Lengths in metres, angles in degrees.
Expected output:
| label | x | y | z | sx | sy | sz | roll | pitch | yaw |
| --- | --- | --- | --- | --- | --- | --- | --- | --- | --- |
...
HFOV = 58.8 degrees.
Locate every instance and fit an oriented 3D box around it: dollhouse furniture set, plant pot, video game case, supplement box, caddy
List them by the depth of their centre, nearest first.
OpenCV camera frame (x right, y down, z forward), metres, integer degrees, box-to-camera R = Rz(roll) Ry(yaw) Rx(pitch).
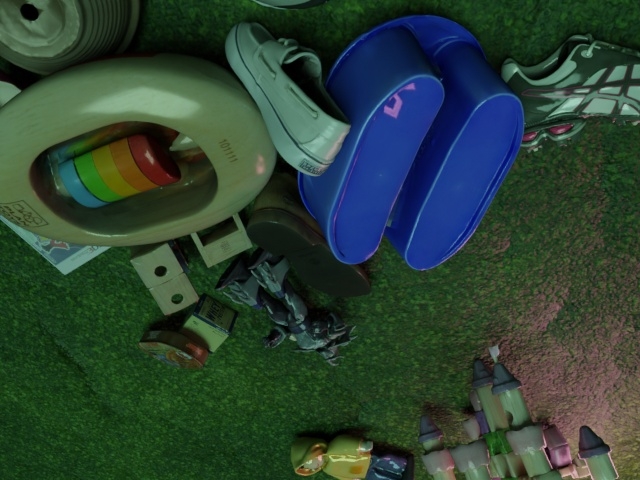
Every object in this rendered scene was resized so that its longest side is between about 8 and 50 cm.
| label | x | y | z | sx | sy | sz | roll | pitch | yaw |
| --- | --- | --- | --- | --- | --- | --- | --- | --- | --- |
| plant pot | -0.353 | -0.307 | 0.715 | 0.237 | 0.110 | 0.237 | -4 | 129 | -5 |
| caddy | 0.107 | -0.122 | 0.769 | 0.241 | 0.179 | 0.341 | 7 | 126 | -21 |
| dollhouse furniture set | -0.219 | 0.014 | 0.986 | 0.183 | 0.129 | 0.129 | -26 | 124 | -8 |
| video game case | -0.481 | -0.041 | 1.029 | 0.183 | 0.023 | 0.201 | -26 | 118 | 26 |
| supplement box | -0.222 | 0.164 | 1.119 | 0.083 | 0.056 | 0.083 | 32 | 126 | -14 |

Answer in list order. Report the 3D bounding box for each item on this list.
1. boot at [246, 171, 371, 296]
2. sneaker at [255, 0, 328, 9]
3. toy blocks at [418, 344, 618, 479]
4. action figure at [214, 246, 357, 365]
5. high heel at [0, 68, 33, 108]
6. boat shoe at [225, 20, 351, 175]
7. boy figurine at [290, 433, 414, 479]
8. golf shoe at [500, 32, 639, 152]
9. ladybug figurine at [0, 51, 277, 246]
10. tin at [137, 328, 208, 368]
| label | x | y | z | sx | sy | sz | roll | pitch | yaw |
| --- | --- | --- | --- | --- | --- | --- | --- | --- | --- |
| boot | 0.000 | 0.000 | 0.931 | 0.112 | 0.115 | 0.305 | -13 | 144 | 28 |
| sneaker | -0.109 | -0.332 | 0.650 | 0.271 | 0.108 | 0.100 | 19 | 122 | -3 |
| toy blocks | 0.353 | 0.350 | 1.084 | 0.308 | 0.260 | 0.289 | -13 | 158 | -9 |
| action figure | -0.053 | 0.139 | 1.040 | 0.185 | 0.099 | 0.285 | -26 | 117 | 33 |
| high heel | -0.458 | -0.201 | 0.811 | 0.082 | 0.117 | 0.244 | -19 | 145 | -3 |
| boat shoe | -0.040 | -0.201 | 0.698 | 0.096 | 0.268 | 0.088 | 13 | 131 | -40 |
| boy figurine | 0.073 | 0.510 | 1.311 | 0.285 | 0.092 | 0.177 | 14 | 131 | -4 |
| golf shoe | 0.363 | -0.203 | 0.707 | 0.272 | 0.105 | 0.120 | -15 | 116 | 20 |
| ladybug figurine | -0.277 | -0.132 | 0.813 | 0.448 | 0.162 | 0.305 | -13 | 140 | 12 |
| tin | -0.298 | 0.218 | 1.142 | 0.106 | 0.040 | 0.189 | 37 | 151 | -29 |
